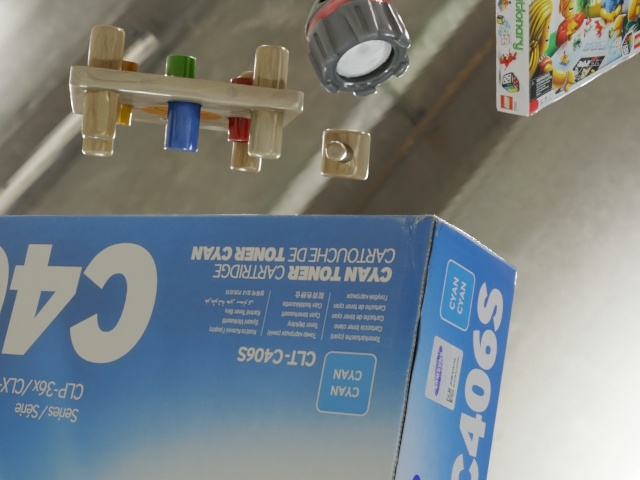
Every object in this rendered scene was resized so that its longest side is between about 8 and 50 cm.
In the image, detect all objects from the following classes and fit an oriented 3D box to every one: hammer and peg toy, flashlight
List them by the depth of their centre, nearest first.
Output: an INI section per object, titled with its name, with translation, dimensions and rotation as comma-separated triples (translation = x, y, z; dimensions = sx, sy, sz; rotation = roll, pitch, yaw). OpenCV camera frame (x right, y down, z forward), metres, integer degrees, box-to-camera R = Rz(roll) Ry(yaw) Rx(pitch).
[flashlight]
translation = 0.000, -0.291, 1.437
dimensions = 0.103, 0.103, 0.304
rotation = -34, -122, 20
[hammer and peg toy]
translation = -0.105, -0.154, 1.593
dimensions = 0.266, 0.361, 0.127
rotation = 165, -70, -81

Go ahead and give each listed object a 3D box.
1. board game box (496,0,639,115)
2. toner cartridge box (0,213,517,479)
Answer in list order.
[board game box]
translation = 0.324, -0.297, 1.772
dimensions = 0.053, 0.193, 0.305
rotation = 15, -149, 36
[toner cartridge box]
translation = -0.096, 0.075, 0.603
dimensions = 0.347, 0.075, 0.165
rotation = 0, -107, 34
